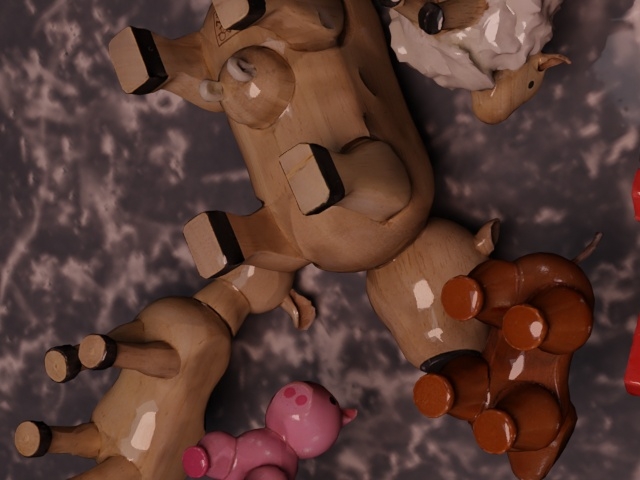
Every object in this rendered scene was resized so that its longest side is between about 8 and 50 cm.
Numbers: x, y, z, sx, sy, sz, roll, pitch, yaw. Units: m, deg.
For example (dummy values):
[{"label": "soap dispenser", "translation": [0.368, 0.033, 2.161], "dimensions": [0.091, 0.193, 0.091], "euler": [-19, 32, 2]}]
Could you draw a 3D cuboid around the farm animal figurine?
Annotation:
[{"label": "farm animal figurine", "translation": [0.000, 0.000, 0.733], "dimensions": [0.330, 0.172, 0.326], "euler": [-10, 88, 35]}]

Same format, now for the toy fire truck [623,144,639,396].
[{"label": "toy fire truck", "translation": [0.182, -0.030, 0.667], "dimensions": [0.047, 0.135, 0.192], "euler": [11, 70, 22]}]
